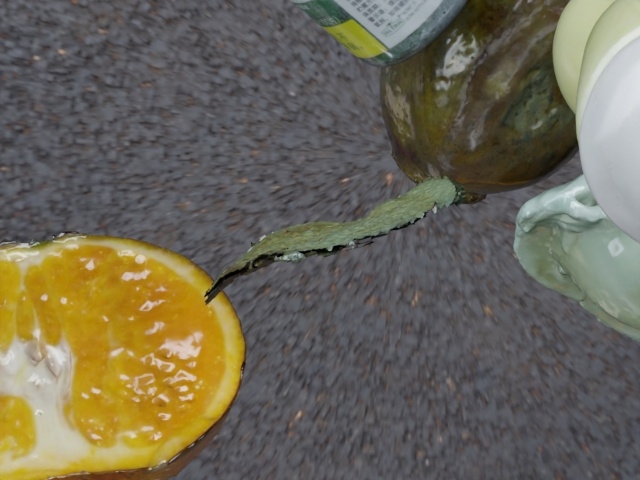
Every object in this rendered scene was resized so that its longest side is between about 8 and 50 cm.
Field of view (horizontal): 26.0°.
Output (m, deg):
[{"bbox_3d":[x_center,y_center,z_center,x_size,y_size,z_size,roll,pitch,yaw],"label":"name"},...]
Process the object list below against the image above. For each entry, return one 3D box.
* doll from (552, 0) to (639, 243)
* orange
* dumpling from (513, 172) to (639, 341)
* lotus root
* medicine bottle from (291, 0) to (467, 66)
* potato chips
[{"bbox_3d":[0.189,-0.082,0.740,0.117,0.296,0.141,-33,109,17],"label":"doll"},{"bbox_3d":[-0.229,0.121,1.240,0.310,0.274,0.274,-30,91,13],"label":"orange"},{"bbox_3d":[0.359,0.011,1.340,0.320,0.212,0.270,32,110,8],"label":"dumpling"},{"bbox_3d":[0.190,-0.205,1.343,0.250,0.250,0.346,30,111,1],"label":"lotus root"},{"bbox_3d":[-0.015,-0.275,1.094,0.293,0.141,0.141,38,96,-26],"label":"medicine bottle"},{"bbox_3d":[0.000,0.000,0.827,0.209,0.142,0.026,-21,93,28],"label":"potato chips"}]
